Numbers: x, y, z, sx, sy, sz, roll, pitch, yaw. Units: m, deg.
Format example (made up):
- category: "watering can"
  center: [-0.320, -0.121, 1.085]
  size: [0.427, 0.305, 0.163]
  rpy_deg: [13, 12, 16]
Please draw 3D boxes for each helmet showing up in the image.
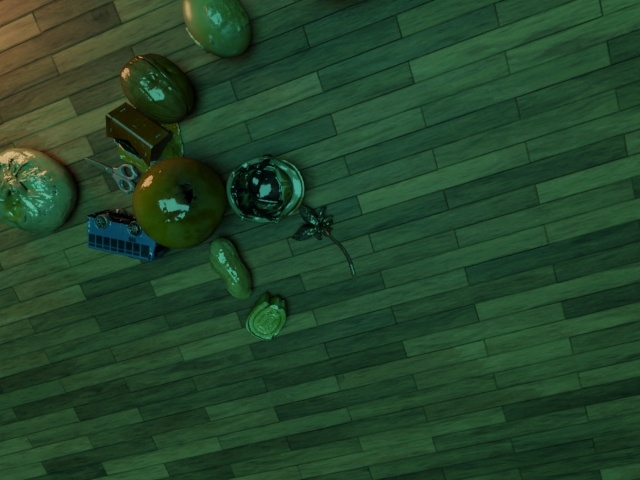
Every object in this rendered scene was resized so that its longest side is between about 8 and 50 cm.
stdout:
- category: "helmet"
  center: [-0.160, -0.154, 1.231]
  size: [0.224, 0.130, 0.199]
  rpy_deg: [-9, 107, -4]

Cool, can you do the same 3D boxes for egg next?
- category: "egg"
  center: [-0.275, -0.587, 1.118]
  size: [0.164, 0.164, 0.201]
  rpy_deg: [-43, 103, 14]

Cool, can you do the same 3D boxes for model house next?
- category: "model house"
  center: [-0.523, -0.286, 1.234]
  size: [0.219, 0.136, 0.207]
  rpy_deg: [38, 104, -4]

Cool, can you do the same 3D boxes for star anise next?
- category: "star anise"
  center: [0.000, 0.000, 1.214]
  size: [0.148, 0.227, 0.218]
  rpy_deg: [-44, 107, 8]

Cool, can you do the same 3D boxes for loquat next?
- category: "loquat"
  center: [-0.397, -0.108, 1.200]
  size: [0.262, 0.263, 0.263]
  rpy_deg: [1, 104, 6]

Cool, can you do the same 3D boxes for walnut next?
- category: "walnut"
  center: [-0.455, -0.427, 1.179]
  size: [0.207, 0.167, 0.167]
  rpy_deg: [42, 105, -10]

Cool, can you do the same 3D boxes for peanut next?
- category: "peanut"
  center: [-0.284, 0.092, 1.325]
  size: [0.098, 0.090, 0.214]
  rpy_deg: [-29, 98, 0]

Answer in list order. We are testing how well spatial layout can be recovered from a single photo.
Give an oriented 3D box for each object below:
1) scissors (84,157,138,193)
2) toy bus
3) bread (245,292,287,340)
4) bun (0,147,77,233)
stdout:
- category: "scissors"
  center: [-0.663, -0.220, 1.326]
  size: [0.188, 0.015, 0.100]
  rpy_deg: [25, 115, 5]
- category: "toy bus"
  center: [-0.597, -0.016, 1.322]
  size: [0.233, 0.116, 0.134]
  rpy_deg: [12, 105, 5]
- category: "bread"
  center: [-0.171, 0.248, 1.365]
  size: [0.117, 0.064, 0.156]
  rpy_deg: [36, 104, -8]
- category: "bun"
  center: [-0.924, -0.149, 1.309]
  size: [0.287, 0.146, 0.288]
  rpy_deg: [2, 103, 8]
